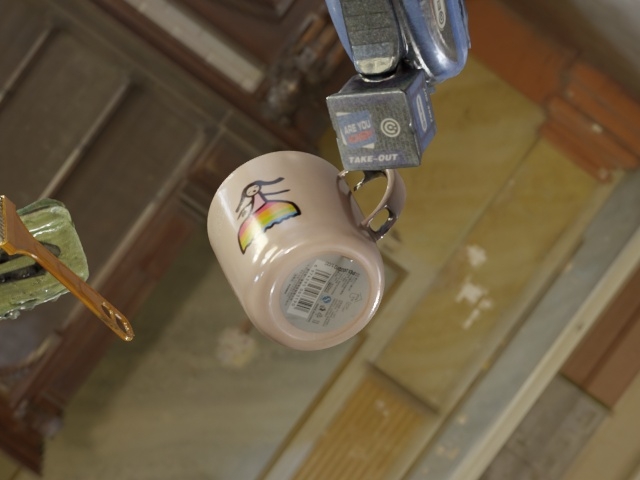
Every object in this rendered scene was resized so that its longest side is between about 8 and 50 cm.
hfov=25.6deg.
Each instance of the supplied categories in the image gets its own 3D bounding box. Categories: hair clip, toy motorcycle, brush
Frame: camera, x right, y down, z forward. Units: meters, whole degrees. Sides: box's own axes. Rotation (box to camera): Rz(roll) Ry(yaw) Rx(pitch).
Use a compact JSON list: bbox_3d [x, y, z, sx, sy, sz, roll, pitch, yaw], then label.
[{"bbox_3d":[-0.426,0.044,1.753,0.321,0.091,0.138,-22,-88,-55],"label":"hair clip"},{"bbox_3d":[0.046,-0.262,1.318,0.125,0.212,0.358,-4,119,25],"label":"toy motorcycle"},{"bbox_3d":[-0.316,0.029,1.665,0.314,0.017,0.090,48,-163,-39],"label":"brush"}]

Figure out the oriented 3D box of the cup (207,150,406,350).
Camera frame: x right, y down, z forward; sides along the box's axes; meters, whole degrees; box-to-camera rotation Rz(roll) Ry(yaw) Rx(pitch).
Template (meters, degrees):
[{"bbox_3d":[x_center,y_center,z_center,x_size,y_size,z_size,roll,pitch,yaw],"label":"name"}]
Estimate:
[{"bbox_3d":[0.000,0.000,1.725,0.191,0.253,0.200,52,-175,-33],"label":"cup"}]
